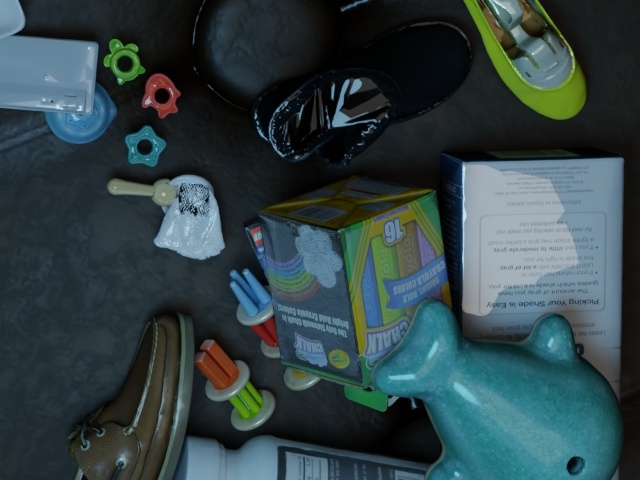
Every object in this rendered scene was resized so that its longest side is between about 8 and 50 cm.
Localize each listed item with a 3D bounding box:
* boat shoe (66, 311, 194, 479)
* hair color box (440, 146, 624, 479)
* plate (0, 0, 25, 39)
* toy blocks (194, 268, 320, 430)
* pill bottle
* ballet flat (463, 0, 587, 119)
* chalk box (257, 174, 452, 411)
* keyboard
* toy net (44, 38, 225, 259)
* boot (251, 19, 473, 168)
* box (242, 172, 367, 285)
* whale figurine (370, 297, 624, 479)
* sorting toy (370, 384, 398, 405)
[{"bbox_3d":[-0.202,0.215,1.937,0.104,0.111,0.307,12,96,-12],"label":"boat shoe"},{"bbox_3d":[0.215,0.082,1.991,0.174,0.105,0.347,-2,98,-10],"label":"hair color box"},{"bbox_3d":[-0.458,-0.279,1.830,0.278,0.045,0.277,-25,99,-17],"label":"plate"},{"bbox_3d":[-0.076,0.106,1.947,0.123,0.054,0.148,-37,123,-3],"label":"toy blocks"},{"bbox_3d":[-0.013,0.284,1.955,0.278,0.162,0.162,11,96,-11],"label":"pill bottle"},{"bbox_3d":[0.200,-0.215,1.959,0.077,0.077,0.231,-36,103,-4],"label":"ballet flat"},{"bbox_3d":[0.041,0.060,1.898,0.132,0.132,0.213,-23,114,-36],"label":"chalk box"},{"bbox_3d":[-0.347,-0.168,1.883,0.256,0.014,0.072,5,84,-1],"label":"keyboard"},{"bbox_3d":[-0.167,-0.085,1.935,0.122,0.045,0.232,-41,104,-4],"label":"toy net"},{"bbox_3d":[0.055,-0.142,1.879,0.246,0.207,0.094,-20,101,-7],"label":"boot"},{"bbox_3d":[0.000,0.000,1.982,0.137,0.027,0.094,-23,104,-6],"label":"box"},{"bbox_3d":[0.179,0.166,1.850,0.272,0.141,0.216,37,91,-30],"label":"whale figurine"},{"bbox_3d":[0.078,0.132,2.010,0.083,0.045,0.075,-24,109,-6],"label":"sorting toy"}]
